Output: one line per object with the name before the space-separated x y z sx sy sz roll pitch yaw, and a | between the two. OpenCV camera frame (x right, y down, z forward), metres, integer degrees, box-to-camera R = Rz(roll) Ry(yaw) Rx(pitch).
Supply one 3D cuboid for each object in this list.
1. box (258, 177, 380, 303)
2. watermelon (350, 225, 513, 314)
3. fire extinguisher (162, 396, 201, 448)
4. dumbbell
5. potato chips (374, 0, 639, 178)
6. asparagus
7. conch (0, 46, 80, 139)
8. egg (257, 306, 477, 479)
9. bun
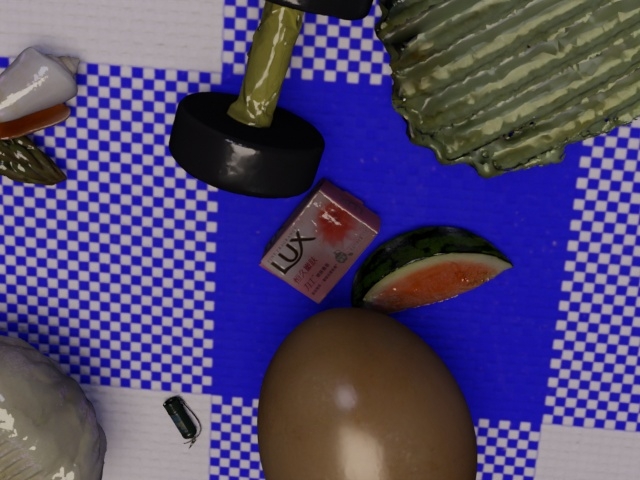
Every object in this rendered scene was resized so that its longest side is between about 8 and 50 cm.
box | 0.000 0.000 1.742 0.111 0.060 0.156 35 109 -8
watermelon | 0.146 0.046 1.754 0.245 0.063 0.119 -21 127 7
fire extinguisher | -0.207 0.276 1.883 0.038 0.025 0.083 -30 108 -9
dumbbell | -0.062 -0.234 1.577 0.203 0.204 0.322 17 112 -3
potato chips | 0.283 -0.273 1.613 0.429 0.070 0.358 -26 110 15
asparagus | -0.484 -0.146 1.710 0.287 0.080 0.080 28 111 -11
conch | -0.395 -0.189 1.661 0.094 0.104 0.176 38 74 6
egg | 0.064 0.274 1.714 0.301 0.301 0.374 -9 107 8
bun | -0.489 0.275 1.800 0.365 0.219 0.365 6 127 8
